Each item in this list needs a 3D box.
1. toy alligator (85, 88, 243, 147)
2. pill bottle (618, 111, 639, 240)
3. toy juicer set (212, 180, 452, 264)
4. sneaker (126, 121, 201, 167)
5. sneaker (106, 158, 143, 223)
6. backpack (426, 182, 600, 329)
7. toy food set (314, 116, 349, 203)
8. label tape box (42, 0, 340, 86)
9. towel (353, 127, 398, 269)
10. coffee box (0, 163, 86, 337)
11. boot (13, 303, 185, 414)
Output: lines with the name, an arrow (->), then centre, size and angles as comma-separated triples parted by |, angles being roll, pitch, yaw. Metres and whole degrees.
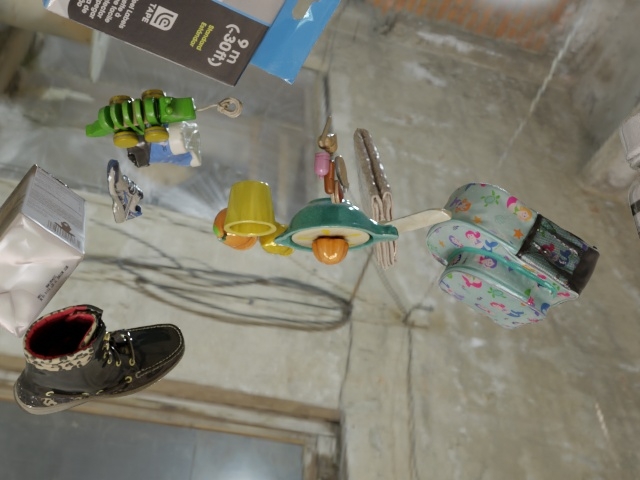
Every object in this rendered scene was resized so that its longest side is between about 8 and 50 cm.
toy alligator -> -0.186, -0.147, 0.895 | 0.051, 0.189, 0.056 | 51, 31, -78
pill bottle -> 0.424, -0.007, 0.825 | 0.161, 0.161, 0.283 | 138, -58, -69
toy juicer set -> 0.000, 0.000, 1.134 | 0.209, 0.328, 0.090 | 146, -55, -62
sneaker -> -0.205, -0.124, 1.014 | 0.152, 0.084, 0.058 | -45, 131, -87
sneaker -> -0.348, -0.092, 1.397 | 0.135, 0.058, 0.052 | 91, -14, -45
backpack -> 0.305, 0.025, 1.330 | 0.191, 0.253, 0.225 | -52, -179, -17
toy food set -> 0.011, -0.096, 1.022 | 0.078, 0.019, 0.122 | -72, 155, -45
label tape box -> -0.099, -0.317, 0.875 | 0.249, 0.347, 0.115 | -55, -143, 25
towel -> 0.112, -0.087, 1.570 | 0.282, 0.049, 0.187 | -100, -178, -54
coffee box -> -0.398, 0.005, 1.064 | 0.141, 0.098, 0.246 | -50, -156, 4
boot -> -0.273, 0.140, 1.007 | 0.085, 0.236, 0.179 | 62, -30, 21
